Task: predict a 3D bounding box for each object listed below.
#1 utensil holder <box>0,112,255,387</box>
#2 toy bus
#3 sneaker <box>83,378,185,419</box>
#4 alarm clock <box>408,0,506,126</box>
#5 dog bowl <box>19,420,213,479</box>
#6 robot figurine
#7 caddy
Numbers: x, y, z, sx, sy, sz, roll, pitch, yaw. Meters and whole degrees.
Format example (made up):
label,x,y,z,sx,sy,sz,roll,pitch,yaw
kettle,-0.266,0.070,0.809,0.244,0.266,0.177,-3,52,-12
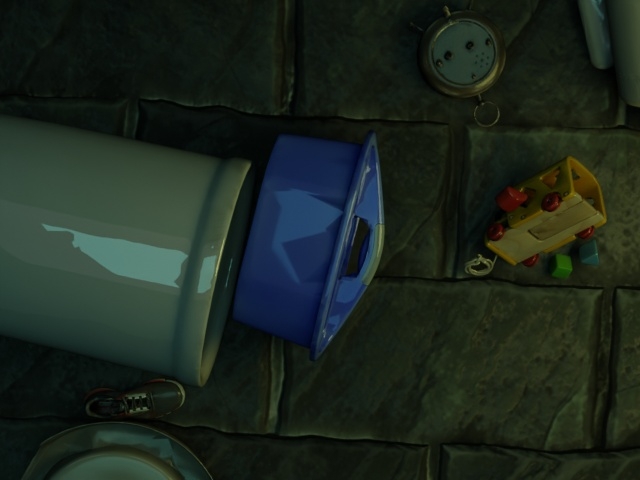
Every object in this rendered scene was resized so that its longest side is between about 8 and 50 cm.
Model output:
label,x,y,z,sx,sy,sz,roll,pitch,yaw
utensil holder,-0.313,0.004,1.664,0.386,0.327,0.327,13,94,2
toy bus,0.320,-0.041,1.762,0.202,0.191,0.104,2,51,-1
sneaker,-0.285,0.251,1.805,0.158,0.065,0.061,-10,94,1
alarm clock,0.218,-0.259,1.770,0.129,0.064,0.192,-24,97,2
dog bowl,-0.310,0.434,1.802,0.349,0.102,0.348,0,94,1
robot figurine,0.510,-0.318,1.677,0.300,0.200,0.353,-3,107,35
caddy,0.000,0.000,1.700,0.179,0.241,0.341,14,95,3
